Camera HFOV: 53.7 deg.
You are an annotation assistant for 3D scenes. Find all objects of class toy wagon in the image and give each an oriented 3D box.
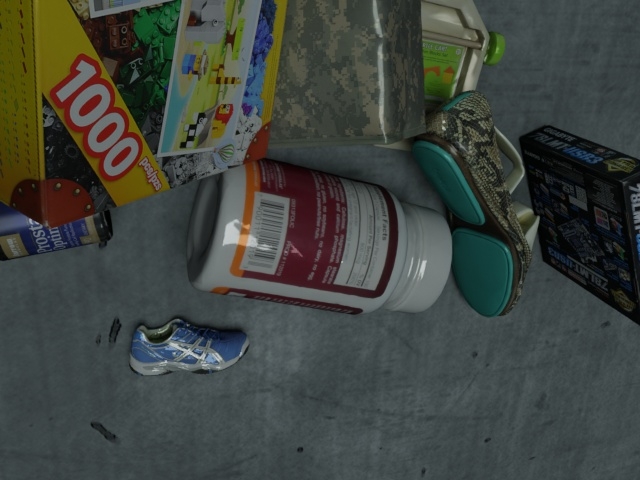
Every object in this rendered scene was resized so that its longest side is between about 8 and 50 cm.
[{"bbox_3d":[0.173,-0.320,1.048,0.267,0.068,0.344,5,109,-21],"label":"toy wagon"}]

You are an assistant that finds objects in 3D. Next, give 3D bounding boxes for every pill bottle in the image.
[{"bbox_3d":[-0.428,-0.038,0.927,0.219,0.123,0.122,-12,115,-14],"label":"pill bottle"},{"bbox_3d":[0.000,0.000,1.031,0.393,0.224,0.224,12,107,-23],"label":"pill bottle"}]

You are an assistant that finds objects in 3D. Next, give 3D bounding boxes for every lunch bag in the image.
[{"bbox_3d":[-0.005,-0.255,0.920,0.169,0.287,0.235,-27,116,-55],"label":"lunch bag"}]

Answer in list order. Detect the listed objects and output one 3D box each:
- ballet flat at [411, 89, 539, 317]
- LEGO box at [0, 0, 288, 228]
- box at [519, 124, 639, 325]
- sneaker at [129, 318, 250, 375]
[{"bbox_3d":[0.306,-0.058,1.132,0.182,0.164,0.482,-44,132,-17],"label":"ballet flat"},{"bbox_3d":[-0.211,-0.314,0.704,0.372,0.193,0.499,-30,138,-50],"label":"LEGO box"},{"bbox_3d":[0.489,-0.035,1.142,0.073,0.295,0.293,-25,116,-5],"label":"box"},{"bbox_3d":[-0.227,0.183,1.110,0.211,0.080,0.081,-5,116,-18],"label":"sneaker"}]
